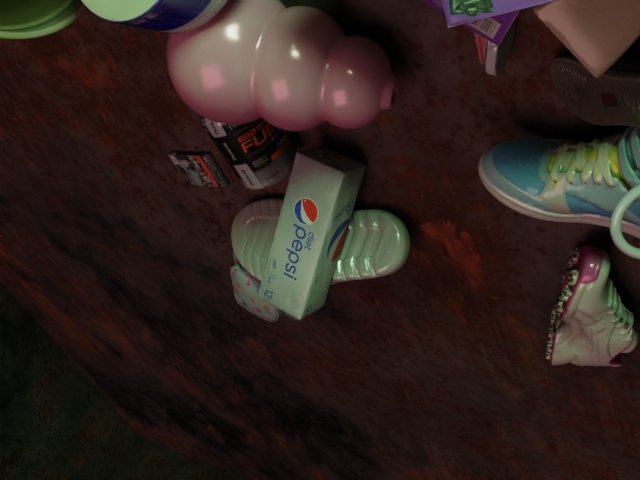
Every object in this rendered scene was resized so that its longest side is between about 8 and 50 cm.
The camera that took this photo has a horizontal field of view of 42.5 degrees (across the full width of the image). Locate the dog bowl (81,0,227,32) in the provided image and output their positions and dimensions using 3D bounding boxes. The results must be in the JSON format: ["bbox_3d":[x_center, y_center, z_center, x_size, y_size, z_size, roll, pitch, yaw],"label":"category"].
[{"bbox_3d":[-0.218,-0.409,1.067,0.264,0.104,0.265,5,98,38],"label":"dog bowl"}]

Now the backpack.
[{"bbox_3d":[-0.091,0.084,1.725,0.188,0.144,0.166,20,141,18],"label":"backpack"}]

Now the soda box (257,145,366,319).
[{"bbox_3d":[-0.016,-0.013,1.430,0.098,0.091,0.286,25,114,22],"label":"soda box"}]

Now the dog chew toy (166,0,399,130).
[{"bbox_3d":[-0.050,-0.250,1.186,0.331,0.207,0.207,17,145,13],"label":"dog chew toy"}]

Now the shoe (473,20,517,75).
[{"bbox_3d":[0.197,-0.292,1.021,0.081,0.063,0.178,20,141,25],"label":"shoe"}]

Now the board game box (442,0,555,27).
[{"bbox_3d":[0.260,-0.330,0.714,0.346,0.056,0.208,-11,108,18],"label":"board game box"}]

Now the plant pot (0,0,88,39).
[{"bbox_3d":[-0.515,-0.471,1.254,0.280,0.323,0.323,20,150,54],"label":"plant pot"}]

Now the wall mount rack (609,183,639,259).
[{"bbox_3d":[0.484,-0.065,0.844,0.350,0.130,0.304,-17,125,9],"label":"wall mount rack"}]

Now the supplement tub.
[{"bbox_3d":[-0.129,-0.191,1.407,0.117,0.117,0.190,1,136,42],"label":"supplement tub"}]

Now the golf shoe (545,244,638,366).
[{"bbox_3d":[0.443,0.110,1.308,0.140,0.115,0.306,12,150,15],"label":"golf shoe"}]

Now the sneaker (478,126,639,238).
[{"bbox_3d":[0.359,-0.104,1.031,0.319,0.127,0.208,13,158,15],"label":"sneaker"}]

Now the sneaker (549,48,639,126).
[{"bbox_3d":[0.378,-0.194,0.974,0.222,0.118,0.083,40,156,58],"label":"sneaker"}]

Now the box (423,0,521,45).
[{"bbox_3d":[0.113,-0.357,0.872,0.293,0.201,0.057,32,150,4],"label":"box"}]

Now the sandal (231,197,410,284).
[{"bbox_3d":[-0.003,0.015,1.572,0.416,0.169,0.102,7,177,38],"label":"sandal"}]

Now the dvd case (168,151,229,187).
[{"bbox_3d":[-0.249,-0.145,1.681,0.119,0.013,0.087,5,138,38],"label":"dvd case"}]

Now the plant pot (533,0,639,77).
[{"bbox_3d":[0.315,-0.267,0.906,0.109,0.109,0.096,43,134,-13],"label":"plant pot"}]
